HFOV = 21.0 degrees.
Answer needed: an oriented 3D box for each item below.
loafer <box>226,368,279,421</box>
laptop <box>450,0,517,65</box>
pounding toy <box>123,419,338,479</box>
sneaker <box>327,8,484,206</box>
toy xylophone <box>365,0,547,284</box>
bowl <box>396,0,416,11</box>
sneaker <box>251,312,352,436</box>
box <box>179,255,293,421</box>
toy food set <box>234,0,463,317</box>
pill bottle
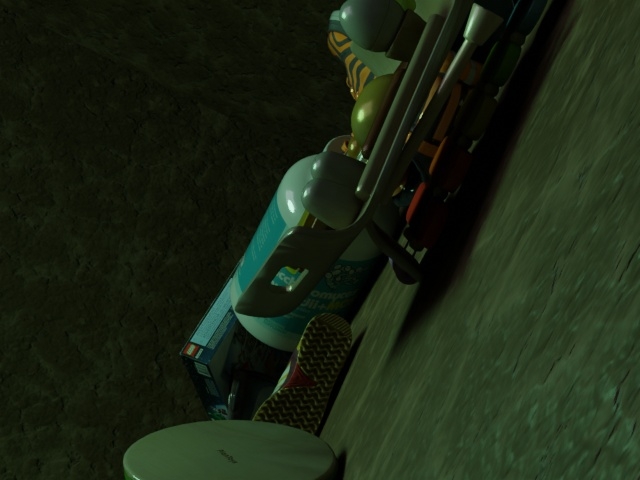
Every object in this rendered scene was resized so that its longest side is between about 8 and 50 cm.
[{"bbox_3d":[-0.115,0.289,2.048,0.303,0.095,0.109,-66,4,-32],"label":"loafer"},{"bbox_3d":[0.214,-0.274,1.904,0.264,0.136,0.234,-36,-12,-32],"label":"laptop"},{"bbox_3d":[-0.077,0.242,1.452,0.237,0.182,0.110,-90,0,-75],"label":"pounding toy"},{"bbox_3d":[0.058,-0.145,1.889,0.180,0.124,0.321,-68,20,7],"label":"sneaker"},{"bbox_3d":[0.118,-0.111,1.525,0.323,0.081,0.236,-63,4,14],"label":"toy xylophone"},{"bbox_3d":[0.159,-0.358,2.169,0.289,0.156,0.289,-64,2,5],"label":"bowl"},{"bbox_3d":[-0.020,0.169,1.811,0.185,0.069,0.084,-59,-8,-19],"label":"sneaker"},{"bbox_3d":[-0.095,0.153,2.195,0.159,0.044,0.233,-59,-28,-29],"label":"box"},{"bbox_3d":[0.014,-0.092,1.497,0.306,0.092,0.220,-66,5,-24],"label":"toy food set"},{"bbox_3d":[0.000,0.000,2.004,0.146,0.146,0.264,-67,4,-47],"label":"pill bottle"}]
